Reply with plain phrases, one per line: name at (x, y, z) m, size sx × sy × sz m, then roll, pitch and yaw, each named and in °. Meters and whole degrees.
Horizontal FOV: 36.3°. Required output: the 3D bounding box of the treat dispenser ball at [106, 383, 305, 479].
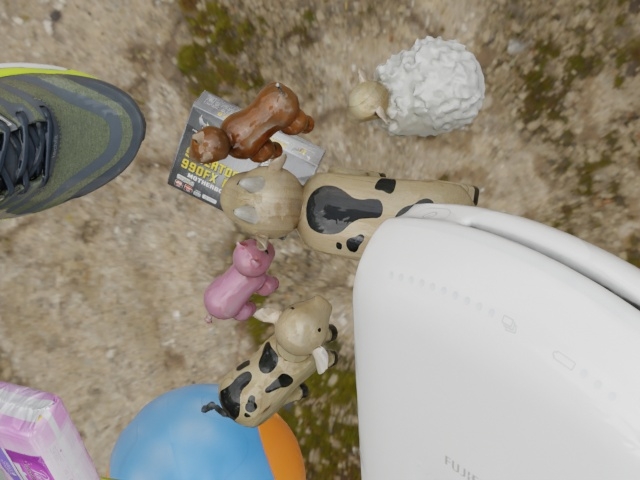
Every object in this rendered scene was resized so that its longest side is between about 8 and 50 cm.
treat dispenser ball at (-0.165, 0.352, 1.412) m, size 0.288 × 0.288 × 0.288 m, roll 0°, pitch 87°, yaw 3°

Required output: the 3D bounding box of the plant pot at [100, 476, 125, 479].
plant pot at (-0.223, 0.335, 0.888) m, size 0.228 × 0.207 × 0.227 m, roll 2°, pitch 95°, yaw 22°

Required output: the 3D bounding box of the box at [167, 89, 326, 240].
box at (-0.128, -0.124, 1.655) m, size 0.231 × 0.056 × 0.183 m, roll 27°, pitch 131°, yaw -1°

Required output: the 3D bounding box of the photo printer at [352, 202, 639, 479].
photo printer at (0.132, 0.134, 0.609) m, size 0.107 × 0.256 × 0.307 m, roll -25°, pitch 127°, yaw -32°

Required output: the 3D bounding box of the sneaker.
sneaker at (-0.225, -0.041, 0.593) m, size 0.121 × 0.300 × 0.111 m, roll 19°, pitch 118°, yaw 41°

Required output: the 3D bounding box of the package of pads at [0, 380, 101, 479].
package of pads at (-0.159, 0.116, 0.547) m, size 0.050 × 0.083 × 0.032 m, roll 12°, pitch 46°, yaw 24°

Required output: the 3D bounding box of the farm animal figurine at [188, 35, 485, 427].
farm animal figurine at (0.000, 0.000, 0.886) m, size 0.327 × 0.172 × 0.330 m, roll -8°, pitch 87°, yaw 24°

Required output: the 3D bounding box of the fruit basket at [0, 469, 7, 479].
fruit basket at (-0.422, 0.179, 1.114) m, size 0.166 × 0.353 × 0.327 m, roll -9°, pitch 126°, yaw -6°
